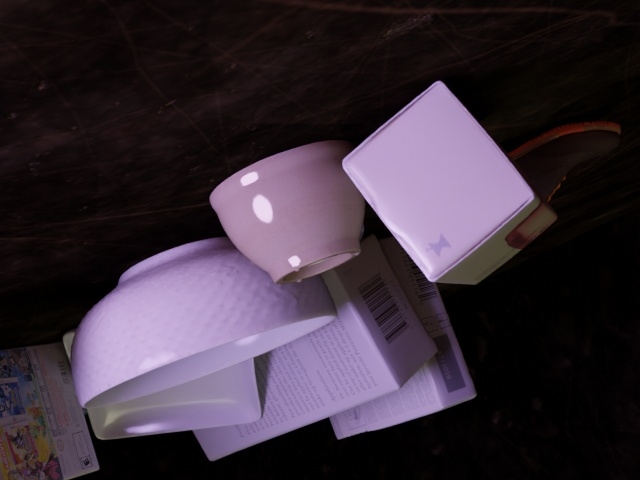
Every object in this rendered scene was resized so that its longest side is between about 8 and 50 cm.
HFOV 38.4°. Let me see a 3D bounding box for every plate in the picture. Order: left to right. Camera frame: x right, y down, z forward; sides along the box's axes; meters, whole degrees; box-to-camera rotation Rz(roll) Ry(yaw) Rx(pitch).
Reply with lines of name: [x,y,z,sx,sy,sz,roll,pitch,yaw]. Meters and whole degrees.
plate: [-0.239,0.207,1.449,0.277,0.045,0.278,-6,134,-4]

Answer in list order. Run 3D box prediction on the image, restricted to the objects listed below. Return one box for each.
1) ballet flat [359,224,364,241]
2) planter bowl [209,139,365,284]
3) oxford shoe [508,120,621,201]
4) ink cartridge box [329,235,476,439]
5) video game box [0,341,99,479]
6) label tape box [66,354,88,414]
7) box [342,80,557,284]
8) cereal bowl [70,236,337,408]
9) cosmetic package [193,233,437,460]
ballet flat: [0.000,0.000,1.241,0.074,0.074,0.203,-12,160,-41]
planter bowl: [-0.021,-0.020,0.951,0.162,0.109,0.162,-20,169,-4]
oxford shoe: [0.292,-0.087,1.245,0.271,0.098,0.097,-19,170,-8]
ink cartridge box: [0.100,0.190,1.714,0.091,0.308,0.385,-14,168,-31]
video game box: [-0.418,0.255,1.315,0.048,0.205,0.187,-23,169,22]
label tape box: [-0.560,0.277,1.423,0.249,0.115,0.347,-27,166,28]
box: [0.142,-0.049,0.947,0.127,0.149,0.232,-40,166,13]
cereal bowl: [-0.157,0.090,1.159,0.338,0.141,0.339,-20,169,-4]
cosmetic package: [-0.055,0.192,1.573,0.453,0.230,0.161,-27,-178,36]
